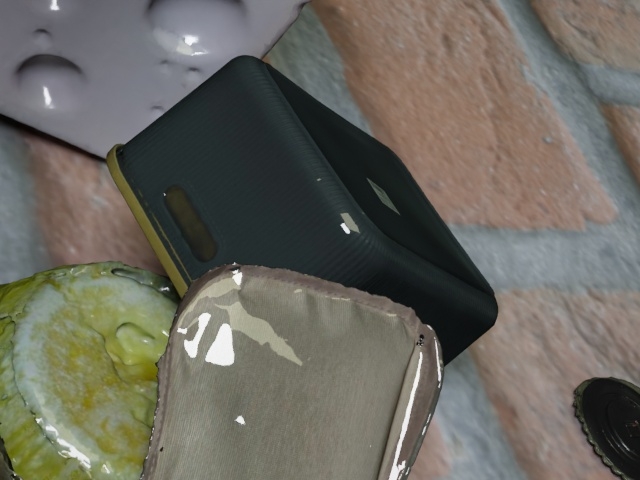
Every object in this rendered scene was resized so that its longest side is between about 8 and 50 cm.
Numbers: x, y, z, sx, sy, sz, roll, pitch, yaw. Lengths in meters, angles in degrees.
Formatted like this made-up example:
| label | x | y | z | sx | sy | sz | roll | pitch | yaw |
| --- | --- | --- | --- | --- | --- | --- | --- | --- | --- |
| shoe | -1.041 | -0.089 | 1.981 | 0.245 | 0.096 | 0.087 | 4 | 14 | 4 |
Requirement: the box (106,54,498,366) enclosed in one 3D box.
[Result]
| label | x | y | z | sx | sy | sz | roll | pitch | yaw |
| --- | --- | --- | --- | --- | --- | --- | --- | --- | --- |
| box | 0.000 | 0.000 | 0.708 | 0.144 | 0.090 | 0.201 | 57 | 15 | 27 |

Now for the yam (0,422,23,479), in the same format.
| label | x | y | z | sx | sy | sz | roll | pitch | yaw |
| --- | --- | --- | --- | --- | --- | --- | --- | --- | --- |
| yam | -0.194 | 0.076 | 0.521 | 0.154 | 0.154 | 0.254 | -3 | 54 | -38 |

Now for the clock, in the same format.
| label | x | y | z | sx | sy | sz | roll | pitch | yaw |
| --- | --- | --- | --- | --- | --- | --- | --- | --- | --- |
| clock | 0.189 | 0.118 | 0.852 | 0.074 | 0.010 | 0.083 | 3 | 48 | -33 |

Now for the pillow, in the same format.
| label | x | y | z | sx | sy | sz | roll | pitch | yaw |
| --- | --- | --- | --- | --- | --- | --- | --- | --- | --- |
| pillow | -0.028 | 0.126 | 0.578 | 0.130 | 0.038 | 0.233 | 19 | 80 | -22 |

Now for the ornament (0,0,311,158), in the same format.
| label | x | y | z | sx | sy | sz | roll | pitch | yaw |
| --- | --- | --- | --- | --- | --- | --- | --- | --- | --- |
| ornament | -0.128 | -0.226 | 0.774 | 0.239 | 0.240 | 0.240 | 25 | 38 | -28 |

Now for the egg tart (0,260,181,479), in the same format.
| label | x | y | z | sx | sy | sz | roll | pitch | yaw |
| --- | --- | --- | --- | --- | --- | --- | --- | --- | --- |
| egg tart | -0.090 | 0.082 | 0.638 | 0.197 | 0.078 | 0.197 | 20 | 43 | -20 |
